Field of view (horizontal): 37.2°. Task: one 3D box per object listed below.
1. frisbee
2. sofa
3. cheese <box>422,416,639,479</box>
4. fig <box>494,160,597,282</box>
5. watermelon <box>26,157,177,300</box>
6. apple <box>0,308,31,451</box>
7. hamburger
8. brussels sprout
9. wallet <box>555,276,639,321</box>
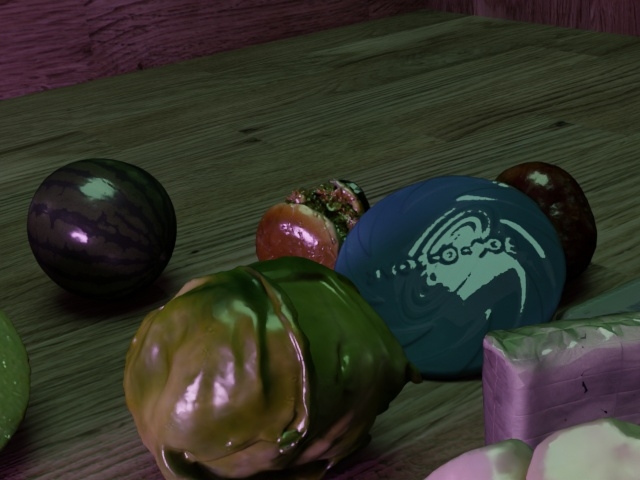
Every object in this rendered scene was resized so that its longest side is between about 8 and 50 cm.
[{"bbox_3d":[0.151,0.029,1.158,0.289,0.049,0.289,-8,55,11],"label":"frisbee"},{"bbox_3d":[0.240,0.179,0.749,0.210,0.225,0.176,-6,19,-7],"label":"sofa"},{"bbox_3d":[0.183,0.213,0.537,0.332,0.292,0.153,-2,57,-3],"label":"cheese"},{"bbox_3d":[0.312,-0.018,1.325,0.145,0.170,0.274,-27,-11,19],"label":"fig"},{"bbox_3d":[-0.307,-0.017,1.354,0.212,0.212,0.212,-5,23,2],"label":"watermelon"},{"bbox_3d":[-0.451,0.177,0.966,0.254,0.179,0.346,-12,22,17],"label":"apple"},{"bbox_3d":[0.000,0.000,1.312,0.185,0.159,0.131,-13,9,42],"label":"hamburger"},{"bbox_3d":[-0.058,0.133,0.917,0.259,0.227,0.294,-9,-13,-36],"label":"brussels sprout"},{"bbox_3d":[0.453,0.123,1.023,0.252,0.083,0.360,-19,26,-18],"label":"wallet"}]
